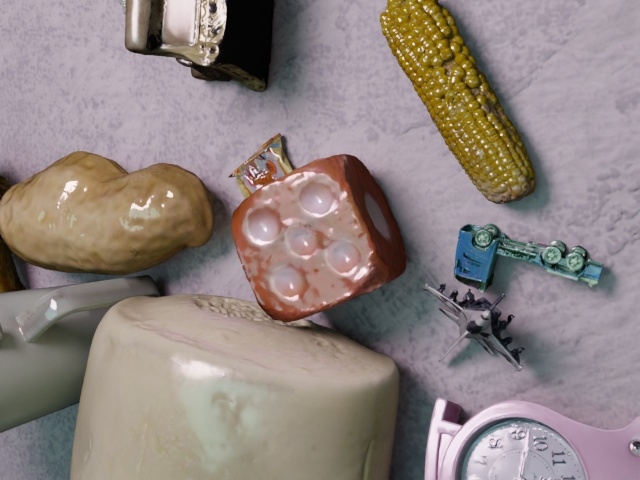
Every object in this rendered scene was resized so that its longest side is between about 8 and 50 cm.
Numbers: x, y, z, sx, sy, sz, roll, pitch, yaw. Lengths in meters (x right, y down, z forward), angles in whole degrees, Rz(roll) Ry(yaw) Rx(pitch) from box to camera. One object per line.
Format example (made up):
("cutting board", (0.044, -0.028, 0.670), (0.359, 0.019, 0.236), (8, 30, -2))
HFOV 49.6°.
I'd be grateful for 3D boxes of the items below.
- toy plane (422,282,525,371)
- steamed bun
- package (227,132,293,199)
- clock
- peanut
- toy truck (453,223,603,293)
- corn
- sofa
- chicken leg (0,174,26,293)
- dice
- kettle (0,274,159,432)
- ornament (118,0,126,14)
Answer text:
("toy plane", (0.191, 0.094, 0.830), (0.160, 0.234, 0.082), (42, 72, 13))
("steamed bun", (-0.139, 0.273, 0.914), (0.455, 0.290, 0.371), (10, 90, 27))
("package", (-0.074, -0.082, 1.028), (0.108, 0.031, 0.121), (-34, 80, 21))
("clock", (0.263, 0.335, 0.809), (0.275, 0.080, 0.290), (-5, 69, 23))
("peanut", (-0.335, -0.043, 1.085), (0.387, 0.169, 0.192), (1, 89, 22))
("toy truck", (0.255, 0.033, 0.863), (0.175, 0.067, 0.081), (15, 105, 21))
("corn", (0.170, -0.189, 0.876), (0.097, 0.097, 0.320), (-31, 81, 23))
("sofa", (-0.178, -0.320, 0.948), (0.182, 0.258, 0.200), (4, 96, 12))
("chicken leg", (-0.593, 0.007, 1.221), (0.211, 0.140, 0.361), (29, 133, 60))
("dice", (0.000, 0.000, 0.910), (0.179, 0.174, 0.175), (-27, 87, 18))
("kettle", (-0.435, 0.149, 1.052), (0.205, 0.318, 0.265), (28, 105, 25))
("ornament", (-0.273, -0.361, 1.107), (0.092, 0.041, 0.069), (1, 99, 16))
